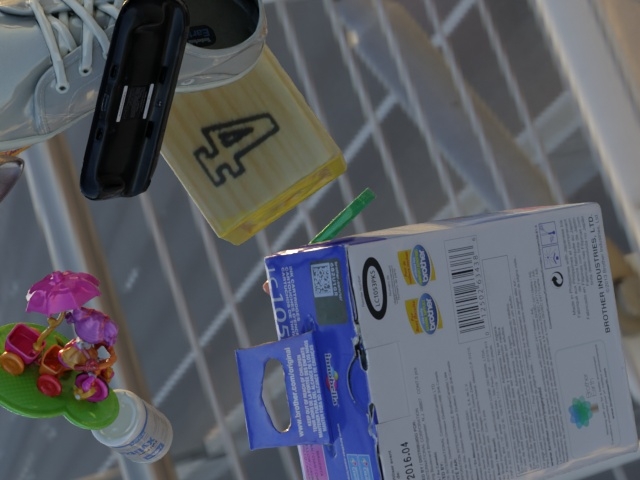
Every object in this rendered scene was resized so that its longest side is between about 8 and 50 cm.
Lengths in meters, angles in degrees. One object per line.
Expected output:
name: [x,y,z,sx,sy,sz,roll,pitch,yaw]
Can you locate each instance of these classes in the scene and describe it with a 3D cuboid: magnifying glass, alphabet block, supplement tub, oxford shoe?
magnifying glass: [0.000,0.000,2.009,0.026,0.231,0.092,45,149,0]
alphabet block: [-0.098,-0.128,1.831,0.197,0.193,0.192,55,-178,4]
supplement tub: [-0.229,0.227,1.694,0.071,0.071,0.107,64,-175,27]
oxford shoe: [-0.248,-0.203,1.426,0.169,0.449,0.130,67,152,13]

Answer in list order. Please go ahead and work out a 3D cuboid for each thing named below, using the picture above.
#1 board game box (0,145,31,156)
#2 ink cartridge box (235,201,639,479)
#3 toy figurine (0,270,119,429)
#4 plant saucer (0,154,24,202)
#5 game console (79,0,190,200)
board game box: [-0.384,-0.156,1.911,0.124,0.259,0.039,-13,107,53]
ink cartridge box: [0.111,0.117,1.379,0.151,0.395,0.270,-9,91,55]
toy figurine: [-0.272,0.107,1.510,0.173,0.130,0.159,32,130,-1]
plant saucer: [-0.423,-0.036,1.588,0.036,0.198,0.198,45,155,2]
game console: [-0.161,-0.205,1.268,0.044,0.213,0.361,25,109,30]
